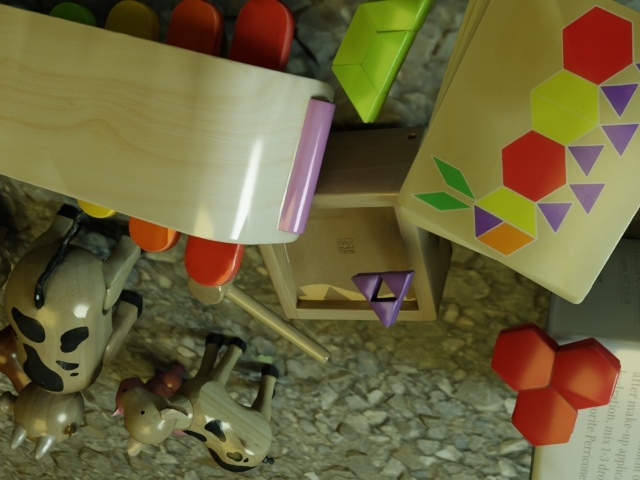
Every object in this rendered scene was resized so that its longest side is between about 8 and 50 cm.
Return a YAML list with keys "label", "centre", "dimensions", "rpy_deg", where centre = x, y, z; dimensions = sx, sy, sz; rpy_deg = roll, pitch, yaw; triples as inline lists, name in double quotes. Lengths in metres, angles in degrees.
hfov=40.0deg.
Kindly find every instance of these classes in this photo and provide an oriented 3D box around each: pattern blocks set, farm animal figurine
- label: "pattern blocks set"
  centre: [0.135, -0.061, 0.535]
  dimensions: [0.285, 0.026, 0.325]
  rpy_deg: [39, 116, 14]
- label: "farm animal figurine"
  centre: [-0.220, 0.121, 0.848]
  dimensions: [0.330, 0.172, 0.327]
  rpy_deg: [5, 133, 16]

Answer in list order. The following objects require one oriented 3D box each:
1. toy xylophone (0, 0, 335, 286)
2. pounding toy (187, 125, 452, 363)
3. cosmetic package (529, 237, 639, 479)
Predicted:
- label: "toy xylophone"
  centre: [-0.141, -0.117, 0.615]
  dimensions: [0.322, 0.081, 0.236]
  rpy_deg: [26, 104, 17]
- label: "pounding toy"
  centre: [-0.003, 0.007, 0.716]
  dimensions: [0.206, 0.094, 0.181]
  rpy_deg: [-1, 131, 21]
- label: "cosmetic package"
  centre: [0.387, 0.147, 0.629]
  dimensions: [0.453, 0.161, 0.230]
  rpy_deg: [7, 119, 14]
